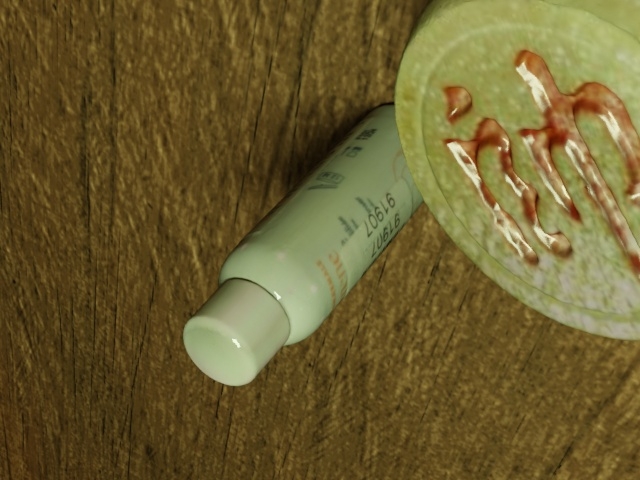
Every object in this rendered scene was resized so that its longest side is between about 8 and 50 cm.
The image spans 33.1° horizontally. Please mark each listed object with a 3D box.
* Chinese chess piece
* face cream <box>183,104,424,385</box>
[{"bbox_3d":[0.174,-0.067,0.667,0.270,0.112,0.270,31,145,25],"label":"Chinese chess piece"},{"bbox_3d":[0.000,0.000,0.763,0.082,0.269,0.082,21,136,22],"label":"face cream"}]
